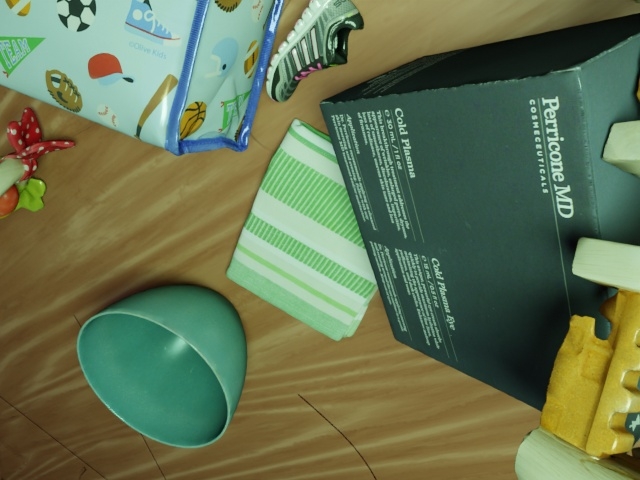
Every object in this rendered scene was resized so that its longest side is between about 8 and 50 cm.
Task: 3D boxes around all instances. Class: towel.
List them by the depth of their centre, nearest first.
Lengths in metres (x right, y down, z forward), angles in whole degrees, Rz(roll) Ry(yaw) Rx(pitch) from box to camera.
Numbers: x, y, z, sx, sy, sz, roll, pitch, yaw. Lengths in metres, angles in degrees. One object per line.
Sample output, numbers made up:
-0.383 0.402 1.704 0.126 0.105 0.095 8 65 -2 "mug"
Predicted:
0.000 0.000 0.797 0.248 0.038 0.324 30 126 4 "towel"

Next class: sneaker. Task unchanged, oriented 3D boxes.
-0.006 -0.238 0.646 0.075 0.063 0.170 42 120 3 "sneaker"

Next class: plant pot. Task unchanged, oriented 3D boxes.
-0.248 0.193 0.905 0.291 0.195 0.290 10 120 17 "plant pot"

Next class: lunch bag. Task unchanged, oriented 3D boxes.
-0.216 -0.333 0.585 0.328 0.239 0.385 23 108 9 "lunch bag"

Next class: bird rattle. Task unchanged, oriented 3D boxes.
-0.537 -0.094 0.869 0.254 0.206 0.143 -19 128 39 "bird rattle"

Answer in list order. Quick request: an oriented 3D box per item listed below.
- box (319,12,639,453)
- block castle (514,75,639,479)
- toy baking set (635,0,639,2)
0.198 -0.022 0.533 0.313 0.179 0.343 19 133 57 "box"
0.343 0.018 0.318 0.213 0.303 0.452 18 93 57 "block castle"
0.377 -0.322 0.466 0.197 0.030 0.256 -13 112 27 "toy baking set"
